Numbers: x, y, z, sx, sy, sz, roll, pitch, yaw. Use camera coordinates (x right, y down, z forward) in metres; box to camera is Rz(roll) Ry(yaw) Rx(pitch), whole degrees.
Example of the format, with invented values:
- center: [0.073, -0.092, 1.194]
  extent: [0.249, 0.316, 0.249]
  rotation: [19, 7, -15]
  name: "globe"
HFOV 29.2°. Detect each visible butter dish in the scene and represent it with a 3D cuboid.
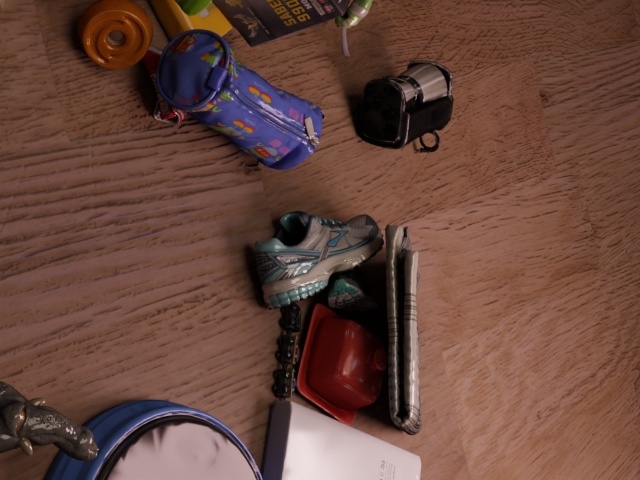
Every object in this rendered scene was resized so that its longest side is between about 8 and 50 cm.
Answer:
- center: [0.055, 0.194, 1.958]
  extent: [0.160, 0.118, 0.160]
  rotation: [41, 52, -40]
  name: "butter dish"

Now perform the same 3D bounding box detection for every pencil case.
- center: [-0.107, -0.197, 1.791]
  extent: [0.306, 0.133, 0.119]
  rotation: [28, 82, -57]
  name: "pencil case"

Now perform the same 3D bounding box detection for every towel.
- center: [0.147, 0.152, 2.020]
  extent: [0.312, 0.056, 0.324]
  rotation: [56, 32, -75]
  name: "towel"

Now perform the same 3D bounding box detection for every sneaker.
- center: [-0.226, -0.217, 1.754]
  extent: [0.118, 0.042, 0.067]
  rotation: [53, 42, -33]
  name: "sneaker"
- center: [0.000, 0.000, 1.942]
  extent: [0.283, 0.110, 0.122]
  rotation: [-34, 105, -50]
  name: "sneaker"
- center: [0.045, 0.073, 2.004]
  extent: [0.166, 0.065, 0.076]
  rotation: [43, 34, -72]
  name: "sneaker"

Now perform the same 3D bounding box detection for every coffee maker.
- center: [0.156, -0.220, 2.178]
  extent: [0.178, 0.120, 0.171]
  rotation: [-30, 107, -50]
  name: "coffee maker"

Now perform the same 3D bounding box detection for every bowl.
- center: [-0.204, 0.404, 1.616]
  extent: [0.391, 0.077, 0.391]
  rotation: [15, 71, -50]
  name: "bowl"

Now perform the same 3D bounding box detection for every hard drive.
- center: [0.035, 0.413, 1.941]
  extent: [0.353, 0.047, 0.233]
  rotation: [31, 59, -45]
  name: "hard drive"

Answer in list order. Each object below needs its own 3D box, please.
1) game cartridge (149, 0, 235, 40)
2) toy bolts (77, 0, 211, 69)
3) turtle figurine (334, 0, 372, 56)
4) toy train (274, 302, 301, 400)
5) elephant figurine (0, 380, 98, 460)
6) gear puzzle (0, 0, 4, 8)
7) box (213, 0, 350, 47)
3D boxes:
- center: [-0.193, -0.476, 1.847]
  extent: [0.285, 0.052, 0.324]
  rotation: [-50, 122, -45]
  name: "game cartridge"
- center: [-0.282, -0.375, 1.666]
  extent: [0.228, 0.218, 0.158]
  rotation: [33, 23, -29]
  name: "toy bolts"
- center: [0.015, -0.448, 2.020]
  extent: [0.266, 0.274, 0.198]
  rotation: [26, 77, -30]
  name: "turtle figurine"
- center: [-0.049, 0.173, 1.907]
  extent: [0.036, 0.027, 0.158]
  rotation: [36, 54, -55]
  name: "toy train"
- center: [-0.394, 0.191, 1.372]
  extent: [0.169, 0.186, 0.239]
  rotation: [-42, 150, -11]
  name: "elephant figurine"
- center: [-0.467, -0.277, 1.469]
  extent: [0.175, 0.044, 0.339]
  rotation: [30, 57, -43]
  name: "gear puzzle"
- center: [-0.091, -0.400, 1.775]
  extent: [0.231, 0.183, 0.056]
  rotation: [50, 45, -32]
  name: "box"
